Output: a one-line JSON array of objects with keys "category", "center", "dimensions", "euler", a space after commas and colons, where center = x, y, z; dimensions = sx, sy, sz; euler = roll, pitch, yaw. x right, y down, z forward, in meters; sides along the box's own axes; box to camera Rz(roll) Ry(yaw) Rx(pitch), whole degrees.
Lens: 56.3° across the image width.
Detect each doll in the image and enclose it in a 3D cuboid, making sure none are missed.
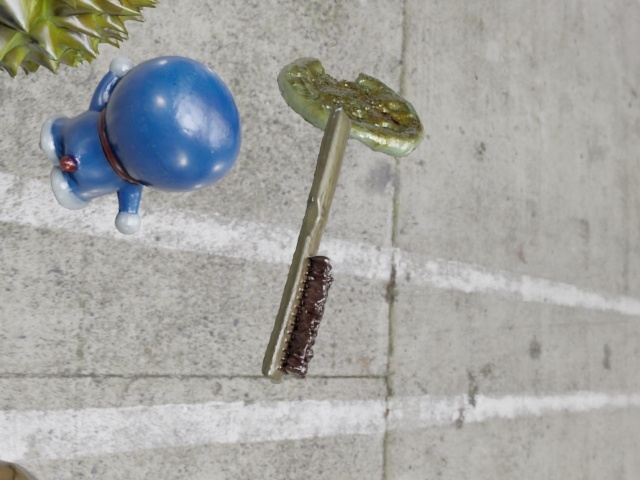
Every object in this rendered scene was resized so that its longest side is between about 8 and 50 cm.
[{"category": "doll", "center": [-0.218, -0.122, 0.741], "dimensions": [0.161, 0.257, 0.215], "euler": [-41, 119, -68]}]

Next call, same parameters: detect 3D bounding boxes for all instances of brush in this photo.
[{"category": "brush", "center": [0.000, 0.000, 0.512], "dimensions": [0.043, 0.036, 0.247], "euler": [77, 26, -68]}]

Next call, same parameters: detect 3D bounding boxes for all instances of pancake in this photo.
[{"category": "pancake", "center": [0.054, -0.212, 0.927], "dimensions": [0.254, 0.037, 0.253], "euler": [18, 35, -13]}]

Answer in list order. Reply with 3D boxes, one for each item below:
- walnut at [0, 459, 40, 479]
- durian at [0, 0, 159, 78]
[{"category": "walnut", "center": [-0.218, 0.189, 0.304], "dimensions": [0.137, 0.245, 0.137], "euler": [53, 20, -28]}, {"category": "durian", "center": [-0.194, -0.209, 0.291], "dimensions": [0.291, 0.291, 0.224], "euler": [49, 53, -30]}]
